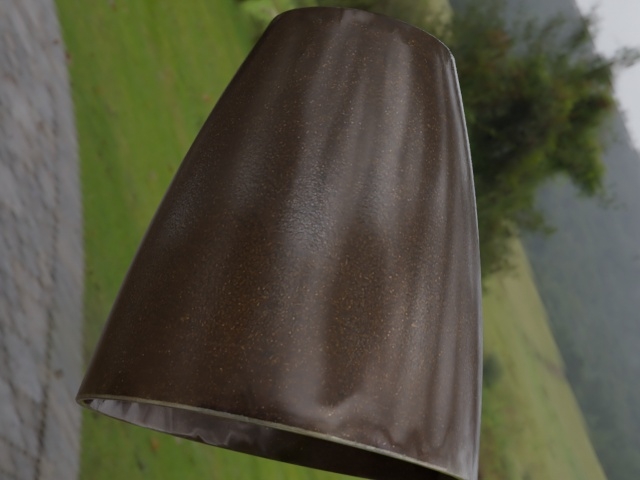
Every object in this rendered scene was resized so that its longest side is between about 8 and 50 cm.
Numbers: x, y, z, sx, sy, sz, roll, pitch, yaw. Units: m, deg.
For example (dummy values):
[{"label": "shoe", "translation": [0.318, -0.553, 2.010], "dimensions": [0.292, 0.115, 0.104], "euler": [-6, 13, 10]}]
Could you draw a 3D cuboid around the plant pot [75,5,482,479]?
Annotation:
[{"label": "plant pot", "translation": [0.000, 0.000, 0.779], "dimensions": [0.215, 0.215, 0.230], "euler": [52, 48, -70]}]
